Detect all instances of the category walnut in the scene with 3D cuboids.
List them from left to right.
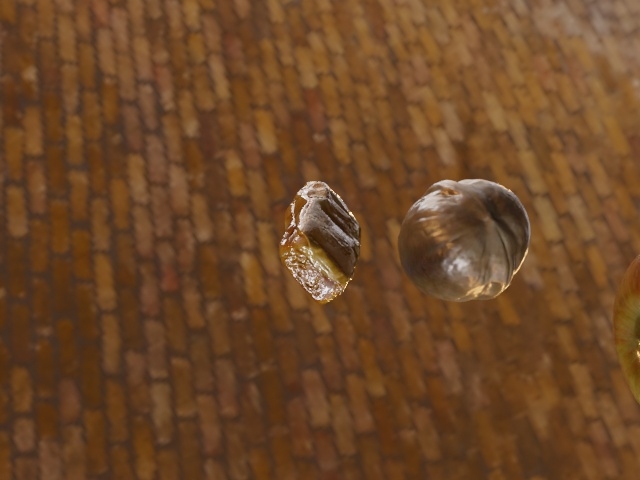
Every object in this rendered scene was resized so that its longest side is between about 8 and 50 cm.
[{"bbox_3d":[0.153,0.000,1.653,0.140,0.162,0.140,4,-112,-10],"label":"walnut"}]

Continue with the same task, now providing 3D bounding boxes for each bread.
[{"bbox_3d":[0.000,0.000,1.364,0.074,0.053,0.132,48,-160,-14],"label":"bread"}]

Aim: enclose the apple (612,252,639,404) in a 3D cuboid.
[{"bbox_3d":[0.492,0.107,1.836,0.264,0.264,0.264,35,-141,-35],"label":"apple"}]
